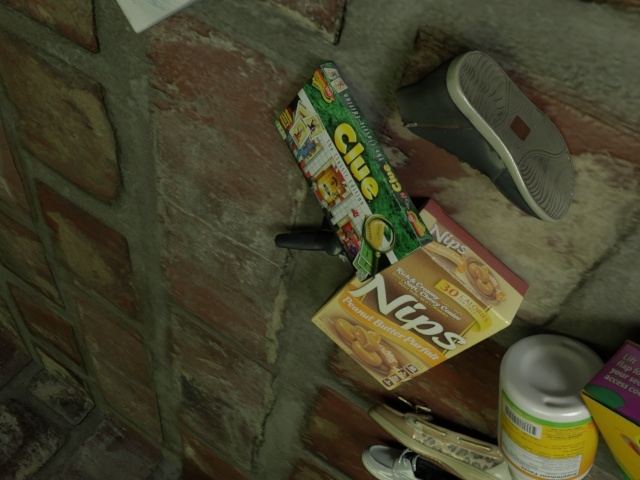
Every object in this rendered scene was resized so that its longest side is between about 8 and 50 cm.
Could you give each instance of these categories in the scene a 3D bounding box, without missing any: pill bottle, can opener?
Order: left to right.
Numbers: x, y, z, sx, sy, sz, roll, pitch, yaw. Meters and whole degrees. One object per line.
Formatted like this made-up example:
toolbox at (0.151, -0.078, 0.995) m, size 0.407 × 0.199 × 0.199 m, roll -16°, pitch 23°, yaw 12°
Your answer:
can opener at (0.000, 0.000, 0.928) m, size 0.059 × 0.073 × 0.186 m, roll 19°, pitch 164°, yaw -40°
pill bottle at (0.326, 0.264, 0.828) m, size 0.136 × 0.136 × 0.246 m, roll 15°, pitch 135°, yaw 30°

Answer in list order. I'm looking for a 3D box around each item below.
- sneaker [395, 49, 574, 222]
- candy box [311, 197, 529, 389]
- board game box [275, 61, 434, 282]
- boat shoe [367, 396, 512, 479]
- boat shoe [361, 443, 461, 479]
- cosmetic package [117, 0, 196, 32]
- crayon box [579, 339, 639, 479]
sneaker at (0.188, -0.109, 0.648) m, size 0.222 × 0.083 × 0.118 m, roll 48°, pitch 161°, yaw -19°
candy box at (0.132, 0.097, 0.871) m, size 0.183 × 0.087 × 0.316 m, roll 42°, pitch 143°, yaw 1°
board game box at (0.036, -0.084, 0.753) m, size 0.136 × 0.030 × 0.260 m, roll -38°, pitch 77°, yaw 49°
boat shoe at (0.223, 0.371, 1.078) m, size 0.285 × 0.089 × 0.104 m, roll 24°, pitch 165°, yaw 25°
boat shoe at (0.196, 0.472, 1.202) m, size 0.227 × 0.079 × 0.081 m, roll 17°, pitch 127°, yaw 21°
cosmetic package at (-0.158, -0.381, 0.614) m, size 0.224 × 0.138 × 0.224 m, roll -6°, pitch 122°, yaw 42°
crayon box at (0.495, 0.303, 0.603) m, size 0.313 × 0.106 × 0.363 m, roll 53°, pitch 168°, yaw -28°
